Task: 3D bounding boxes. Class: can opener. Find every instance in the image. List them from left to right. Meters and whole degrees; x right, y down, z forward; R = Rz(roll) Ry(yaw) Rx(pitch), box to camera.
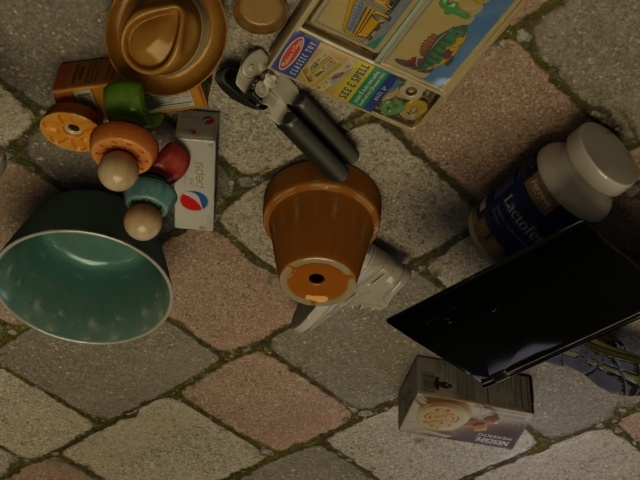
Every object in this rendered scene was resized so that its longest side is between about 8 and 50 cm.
[{"bbox_3d":[-0.045,-0.199,1.897,0.280,0.074,0.093,41,160,-32],"label":"can opener"}]

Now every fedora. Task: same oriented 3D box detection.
[{"bbox_3d":[-0.232,-0.299,1.726,0.194,0.079,0.194,2,107,7],"label":"fedora"}]

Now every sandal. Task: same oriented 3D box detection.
[{"bbox_3d":[0.529,0.209,2.295,0.303,0.086,0.120,24,142,-1],"label":"sandal"}]

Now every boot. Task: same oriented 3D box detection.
[{"bbox_3d":[0.057,0.110,2.196,0.123,0.095,0.258,29,132,-18],"label":"boot"}]

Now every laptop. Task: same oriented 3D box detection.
[{"bbox_3d":[0.381,0.063,2.007,0.382,0.408,0.236,-29,99,31],"label":"laptop"}]

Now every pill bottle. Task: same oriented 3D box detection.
[{"bbox_3d":[0.378,-0.066,1.942,0.153,0.153,0.264,26,133,-23],"label":"pill bottle"}]

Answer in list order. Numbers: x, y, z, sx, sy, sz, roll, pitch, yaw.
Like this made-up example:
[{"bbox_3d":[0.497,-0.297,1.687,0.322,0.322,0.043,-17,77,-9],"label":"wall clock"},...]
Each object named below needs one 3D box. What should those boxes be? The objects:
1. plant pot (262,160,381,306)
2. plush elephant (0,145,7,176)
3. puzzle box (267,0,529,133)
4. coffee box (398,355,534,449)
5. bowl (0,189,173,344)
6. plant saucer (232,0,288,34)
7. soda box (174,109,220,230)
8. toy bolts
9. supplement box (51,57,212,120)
[{"bbox_3d":[0.000,0.000,2.011,0.205,0.188,0.205,2,138,2],"label":"plant pot"},{"bbox_3d":[-0.661,-0.198,1.814,0.330,0.255,0.272,20,145,-29],"label":"plush elephant"},{"bbox_3d":[0.132,-0.346,1.722,0.272,0.052,0.409,22,135,-19],"label":"puzzle box"},{"bbox_3d":[0.295,0.333,2.427,0.246,0.098,0.141,11,137,-9],"label":"coffee box"},{"bbox_3d":[-0.403,0.028,2.088,0.311,0.163,0.311,2,138,2],"label":"bowl"},{"bbox_3d":[-0.089,-0.343,1.767,0.083,0.015,0.083,1,138,1],"label":"plant saucer"},{"bbox_3d":[-0.207,-0.115,1.982,0.069,0.074,0.216,5,138,-2],"label":"soda box"},{"bbox_3d":[-0.316,-0.103,1.816,0.218,0.158,0.228,-7,146,23],"label":"toy bolts"},{"bbox_3d":[-0.291,-0.241,1.847,0.233,0.078,0.080,-5,134,9],"label":"supplement box"}]
